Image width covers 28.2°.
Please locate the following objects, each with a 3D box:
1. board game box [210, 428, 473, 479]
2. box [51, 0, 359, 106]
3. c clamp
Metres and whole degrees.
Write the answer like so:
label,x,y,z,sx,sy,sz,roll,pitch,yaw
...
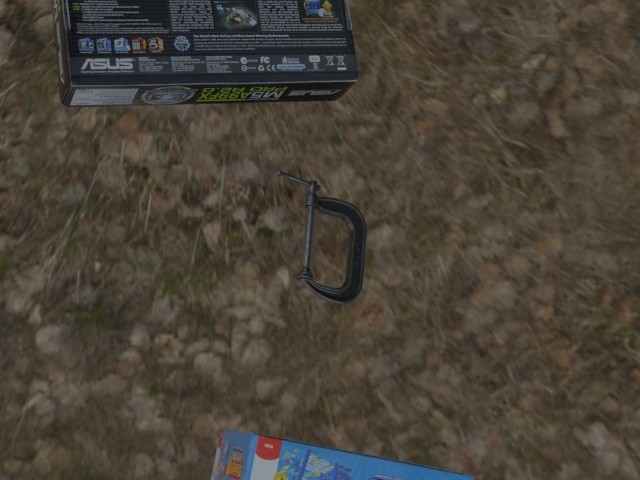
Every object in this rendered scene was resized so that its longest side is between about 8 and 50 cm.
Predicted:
label,x,y,z,sx,sy,sz,roll,pitch,yaw
board game box,0.018,0.334,1.778,0.302,0.308,0.086,12,80,-10
box,-0.110,-0.235,1.171,0.270,0.060,0.216,-4,78,-20
c clamp,0.000,0.000,1.614,0.137,0.022,0.160,11,69,-32
